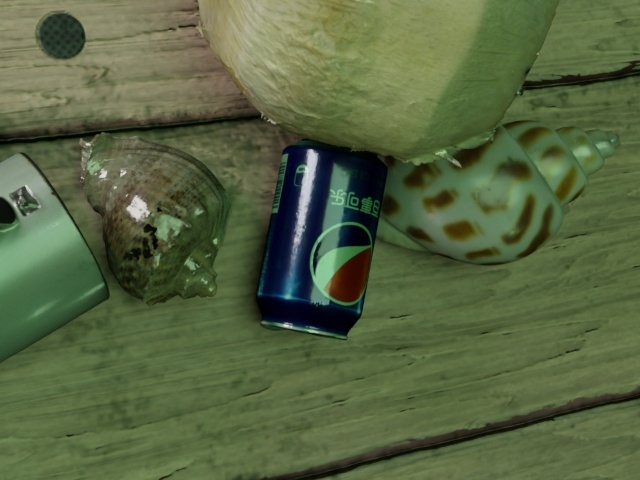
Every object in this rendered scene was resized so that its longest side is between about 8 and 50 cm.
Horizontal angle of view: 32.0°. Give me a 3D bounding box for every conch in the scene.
[{"bbox_3d":[0.196,-0.064,1.247,0.275,0.148,0.183,-23,102,-19],"label":"conch"},{"bbox_3d":[-0.165,-0.028,1.139,0.207,0.130,0.155,49,36,8],"label":"conch"}]

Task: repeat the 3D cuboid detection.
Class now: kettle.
[{"bbox_3d":[-0.334,0.033,0.993,0.236,0.221,0.161,-31,72,-18],"label":"kettle"}]

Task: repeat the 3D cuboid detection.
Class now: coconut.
[{"bbox_3d":[0.046,-0.259,1.097,0.360,0.346,0.346,21,80,-1],"label":"coconut"}]

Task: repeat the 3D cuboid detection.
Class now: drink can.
[{"bbox_3d":[0.000,0.000,1.182,0.118,0.118,0.205,12,85,-22],"label":"drink can"}]
